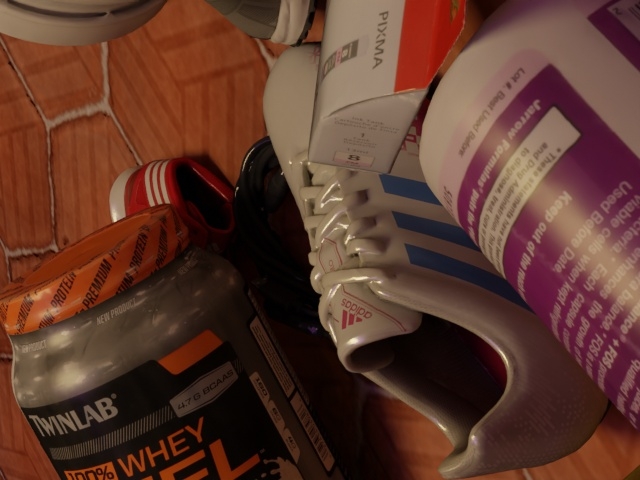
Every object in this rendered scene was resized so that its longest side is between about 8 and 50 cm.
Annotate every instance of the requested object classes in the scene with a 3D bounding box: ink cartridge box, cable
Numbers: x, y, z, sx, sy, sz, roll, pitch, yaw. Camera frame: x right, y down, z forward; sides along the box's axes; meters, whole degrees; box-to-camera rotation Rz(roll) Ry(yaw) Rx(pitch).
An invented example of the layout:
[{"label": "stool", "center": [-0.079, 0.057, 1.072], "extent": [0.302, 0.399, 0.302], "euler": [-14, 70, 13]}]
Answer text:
[{"label": "ink cartridge box", "center": [0.037, -0.155, 0.741], "extent": [0.232, 0.066, 0.189], "euler": [97, -179, -76]}, {"label": "cable", "center": [0.000, 0.000, 1.056], "extent": [0.184, 0.047, 0.150], "euler": [18, 118, 55]}]

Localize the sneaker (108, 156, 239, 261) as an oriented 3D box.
[{"label": "sneaker", "center": [-0.105, 0.037, 1.192], "extent": [0.128, 0.087, 0.221], "euler": [-16, 95, 60]}]

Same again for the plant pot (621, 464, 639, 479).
[{"label": "plant pot", "center": [0.174, 0.273, 0.802], "extent": [0.212, 0.187, 0.212], "euler": [50, 144, 29]}]

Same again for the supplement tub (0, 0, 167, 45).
[{"label": "supplement tub", "center": [-0.142, -0.297, 0.908], "extent": [0.235, 0.235, 0.325], "euler": [58, 147, 17]}]

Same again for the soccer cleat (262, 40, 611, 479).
[{"label": "soccer cleat", "center": [0.041, 0.001, 0.884], "extent": [0.331, 0.143, 0.116], "euler": [51, 138, 25]}]

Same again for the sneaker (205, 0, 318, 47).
[{"label": "sneaker", "center": [-0.047, -0.181, 0.863], "extent": [0.271, 0.108, 0.100], "euler": [141, 136, -87]}]

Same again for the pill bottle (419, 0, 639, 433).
[{"label": "pill bottle", "center": [0.193, 0.018, 0.642], "extent": [0.301, 0.169, 0.169], "euler": [52, 145, 27]}]

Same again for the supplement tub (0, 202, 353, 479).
[{"label": "supplement tub", "center": [-0.103, 0.144, 1.097], "extent": [0.193, 0.193, 0.316], "euler": [-10, 111, 58]}]
